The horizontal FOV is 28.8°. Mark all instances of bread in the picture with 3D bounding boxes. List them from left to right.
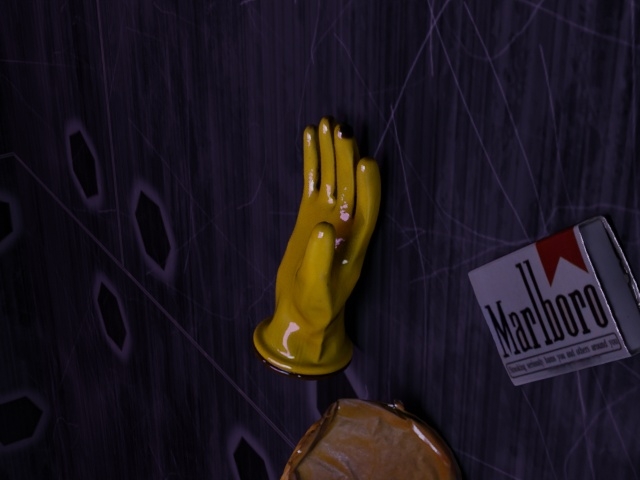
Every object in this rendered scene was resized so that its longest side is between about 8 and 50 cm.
[{"bbox_3d":[0.047,0.271,1.300,0.199,0.199,0.104,60,150,23],"label":"bread"}]

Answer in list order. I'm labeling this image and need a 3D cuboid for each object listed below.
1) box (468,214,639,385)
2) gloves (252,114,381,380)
[{"bbox_3d":[0.201,0.056,1.064,0.177,0.036,0.115,-31,78,62],"label":"box"},{"bbox_3d":[-0.001,-0.001,1.352,0.133,0.116,0.294,37,130,38],"label":"gloves"}]
